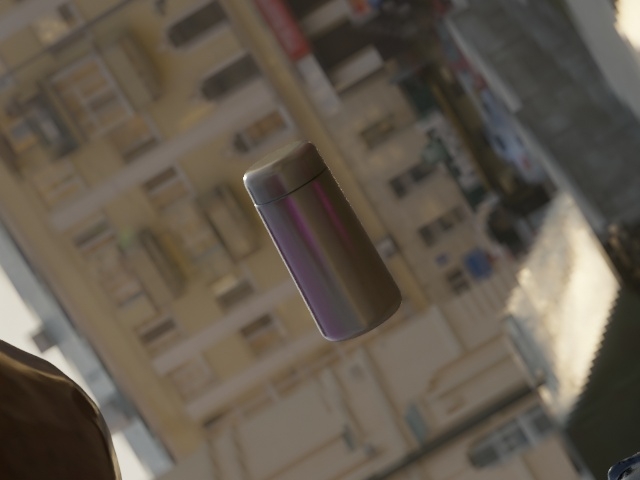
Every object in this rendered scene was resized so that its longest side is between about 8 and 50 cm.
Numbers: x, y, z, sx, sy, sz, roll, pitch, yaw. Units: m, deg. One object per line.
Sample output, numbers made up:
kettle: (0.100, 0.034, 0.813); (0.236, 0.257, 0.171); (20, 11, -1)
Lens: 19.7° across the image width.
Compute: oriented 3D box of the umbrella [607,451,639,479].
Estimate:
umbrella: (0.242, 0.023, 0.696); (0.094, 0.326, 0.090); (28, -149, -43)

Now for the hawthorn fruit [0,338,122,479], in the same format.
hawthorn fruit: (-0.160, 0.120, 0.642); (0.208, 0.208, 0.248); (58, -160, -27)

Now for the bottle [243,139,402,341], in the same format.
bottle: (0.000, 0.000, 0.910); (0.096, 0.045, 0.045); (61, -178, -11)
